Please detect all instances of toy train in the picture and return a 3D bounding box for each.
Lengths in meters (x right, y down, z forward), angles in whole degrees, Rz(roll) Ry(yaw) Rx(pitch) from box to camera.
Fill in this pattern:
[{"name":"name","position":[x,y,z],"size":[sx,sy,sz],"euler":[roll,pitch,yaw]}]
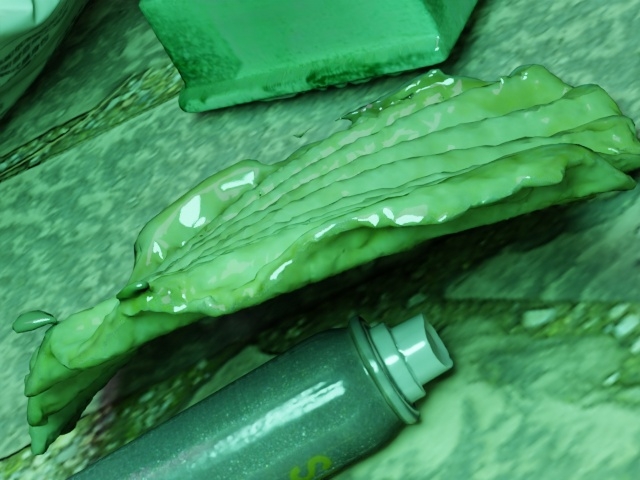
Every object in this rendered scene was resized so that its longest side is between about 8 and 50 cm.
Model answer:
[{"name":"toy train","position":[-0.024,-0.212,1.010],"size":[0.266,0.202,0.145],"euler":[-7,38,36]}]

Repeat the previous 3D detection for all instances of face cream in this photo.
[{"name":"face cream","position":[-0.057,0.125,0.817],"size":[0.284,0.073,0.073],"euler":[-31,40,6]}]

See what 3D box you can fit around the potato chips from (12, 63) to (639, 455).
[{"name":"potato chips","position":[-0.007,0.002,0.835],"size":[0.389,0.097,0.373],"euler":[-23,9,19]}]

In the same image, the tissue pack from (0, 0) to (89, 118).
[{"name":"tissue pack","position":[-0.288,-0.179,1.099],"size":[0.375,0.195,0.390],"euler":[-67,13,-24]}]
